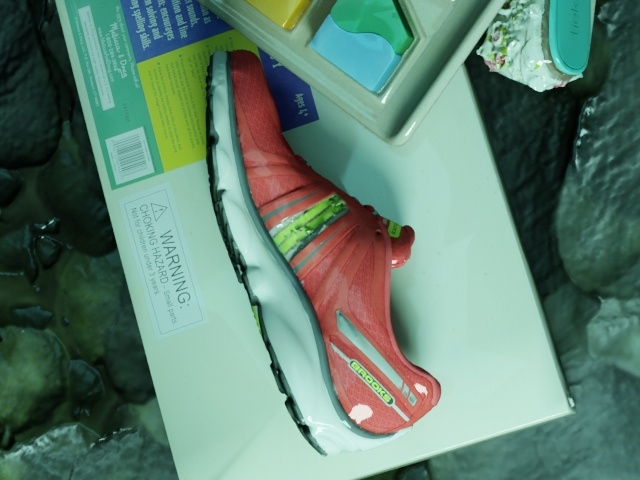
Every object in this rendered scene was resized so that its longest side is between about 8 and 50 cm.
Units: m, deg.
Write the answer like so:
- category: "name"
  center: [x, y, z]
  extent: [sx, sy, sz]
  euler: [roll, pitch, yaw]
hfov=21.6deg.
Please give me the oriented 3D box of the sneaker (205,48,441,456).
- category: "sneaker"
  center: [0.000, 0.000, 1.092]
  extent: [0.118, 0.107, 0.279]
  euler: [-19, 81, -7]

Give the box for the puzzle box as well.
- category: "puzzle box"
  center: [-0.011, -0.036, 1.163]
  extent: [0.272, 0.052, 0.409]
  euler: [-18, 78, 13]

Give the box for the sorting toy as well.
- category: "sorting toy"
  center: [0.027, -0.195, 1.111]
  extent: [0.208, 0.038, 0.193]
  euler: [39, 104, 18]

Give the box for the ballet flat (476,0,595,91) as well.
- category: "ballet flat"
  center: [0.151, -0.218, 1.132]
  extent: [0.077, 0.091, 0.241]
  euler: [3, 78, 45]
